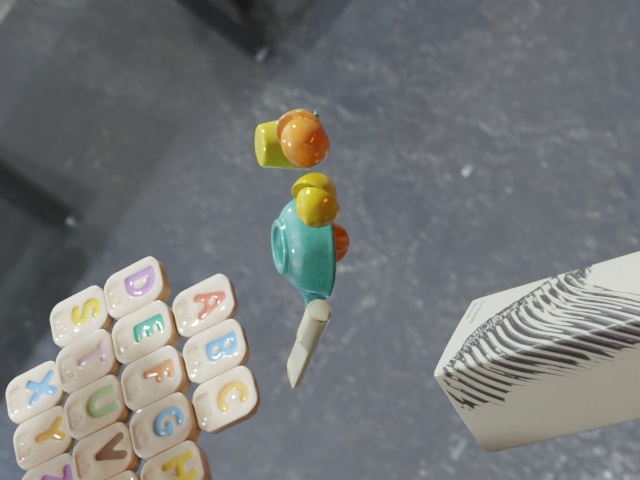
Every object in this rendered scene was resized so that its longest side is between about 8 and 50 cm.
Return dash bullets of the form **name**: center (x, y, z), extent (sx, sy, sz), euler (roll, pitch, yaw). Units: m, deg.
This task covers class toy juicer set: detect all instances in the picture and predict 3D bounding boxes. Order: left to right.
- **toy juicer set**: center (0.000, 0.000, 2.103), extent (0.209, 0.089, 0.329), euler (149, 115, -74)

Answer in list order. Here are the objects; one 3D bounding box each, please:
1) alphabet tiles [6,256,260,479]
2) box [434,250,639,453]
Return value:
- **alphabet tiles**: center (-0.197, 0.156, 1.818), extent (0.278, 0.021, 0.284), euler (-26, 54, 14)
- **box**: center (0.235, 0.079, 1.418), extent (0.275, 0.094, 0.113), euler (-20, 24, 36)
